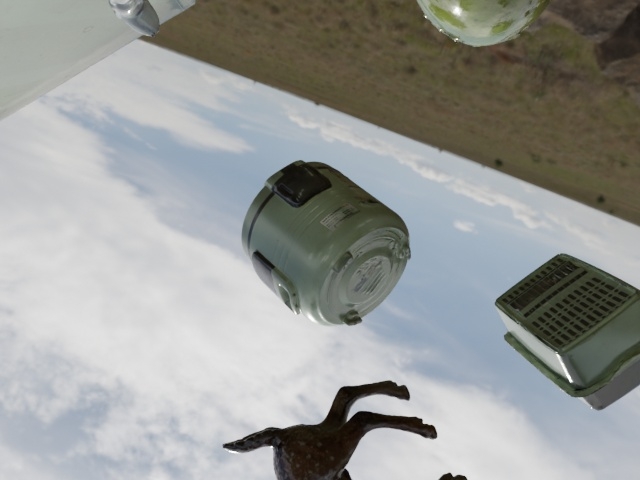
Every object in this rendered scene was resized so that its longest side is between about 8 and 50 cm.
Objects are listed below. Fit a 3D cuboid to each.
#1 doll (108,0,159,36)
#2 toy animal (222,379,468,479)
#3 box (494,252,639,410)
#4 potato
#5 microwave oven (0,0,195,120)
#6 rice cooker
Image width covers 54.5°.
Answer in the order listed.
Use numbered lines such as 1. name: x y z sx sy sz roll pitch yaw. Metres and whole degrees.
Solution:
1. doll: -0.056 -0.149 0.218 0.057 0.114 0.227 53 171 3
2. toy animal: 0.012 0.271 0.549 0.243 0.260 0.087 59 167 23
3. box: 0.476 0.161 1.150 0.166 0.221 0.290 55 180 -18
4. potato: 0.143 -0.257 0.514 0.149 0.186 0.253 0 -146 23
5. microwave oven: -0.303 -0.285 0.493 0.247 0.333 0.394 60 -178 -4
6. rice cooker: 0.000 0.000 0.981 0.226 0.226 0.244 7 -152 -46
